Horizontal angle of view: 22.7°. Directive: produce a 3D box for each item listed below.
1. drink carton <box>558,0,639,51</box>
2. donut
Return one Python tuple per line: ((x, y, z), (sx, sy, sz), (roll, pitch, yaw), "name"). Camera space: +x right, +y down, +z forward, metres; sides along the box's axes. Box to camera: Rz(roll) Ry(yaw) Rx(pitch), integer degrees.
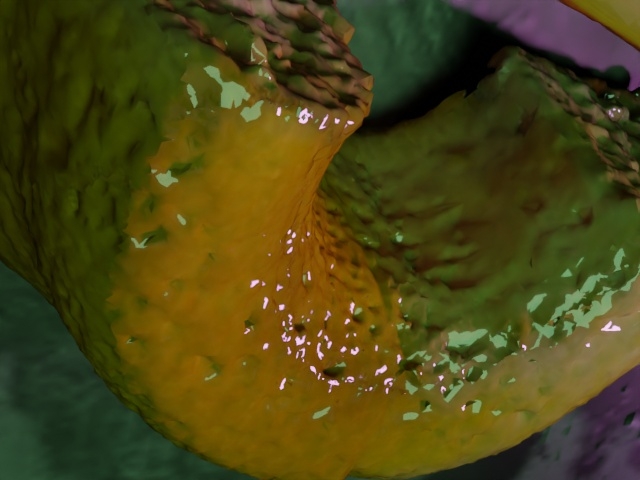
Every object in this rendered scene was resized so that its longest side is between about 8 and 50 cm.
((0.160, -0.071, 0.448), (0.351, 0.154, 0.111), (26, 110, -38), "drink carton")
((0.001, 0.004, 0.476), (0.259, 0.101, 0.152), (15, 122, -38), "donut")
